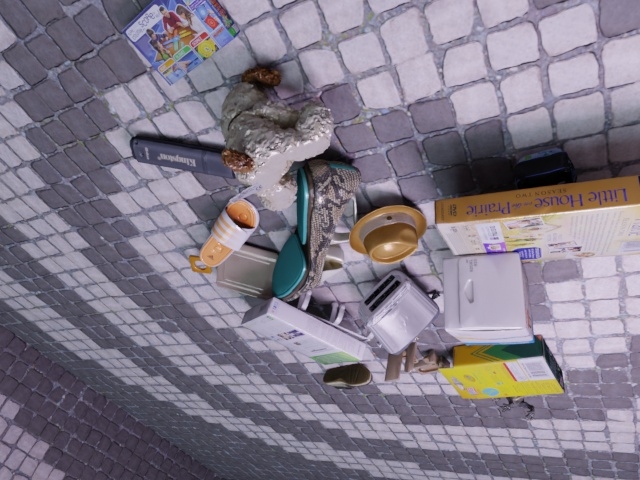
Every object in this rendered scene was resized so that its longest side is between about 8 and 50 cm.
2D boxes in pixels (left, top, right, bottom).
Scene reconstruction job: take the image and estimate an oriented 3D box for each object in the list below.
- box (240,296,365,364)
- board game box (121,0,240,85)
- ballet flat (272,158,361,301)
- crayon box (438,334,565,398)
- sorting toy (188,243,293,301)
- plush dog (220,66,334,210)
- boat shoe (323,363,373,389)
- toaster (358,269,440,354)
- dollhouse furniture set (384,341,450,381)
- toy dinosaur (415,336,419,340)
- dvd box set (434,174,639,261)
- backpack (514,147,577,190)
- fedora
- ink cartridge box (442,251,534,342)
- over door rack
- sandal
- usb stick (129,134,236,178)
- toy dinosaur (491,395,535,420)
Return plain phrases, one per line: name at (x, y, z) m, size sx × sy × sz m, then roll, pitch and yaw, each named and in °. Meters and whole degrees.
box at (-0.056, 0.281, 1.391) m, size 0.322 × 0.059 × 0.232 m, roll 31°, pitch 151°, yaw -17°
board game box at (-0.273, -0.406, 0.899) m, size 0.201 × 0.035 × 0.136 m, roll -18°, pitch 127°, yaw 34°
ballet flat at (0.000, 0.000, 1.166) m, size 0.182 × 0.164 × 0.483 m, roll -2°, pitch 140°, yaw -18°
crayon box at (0.551, 0.399, 1.431) m, size 0.318 × 0.081 × 0.202 m, roll -17°, pitch 127°, yaw 33°
sorting toy at (-0.221, 0.083, 1.399) m, size 0.347 × 0.047 × 0.196 m, roll 16°, pitch 132°, yaw -1°
plush dog at (-0.132, -0.213, 0.928) m, size 0.210 × 0.225 × 0.262 m, roll -1°, pitch 139°, yaw -38°
boat shoe at (0.111, 0.511, 1.720) m, size 0.223 × 0.080 × 0.073 m, roll -17°, pitch 133°, yaw 40°
toaster at (0.212, 0.185, 1.259) m, size 0.227 × 0.129 × 0.146 m, roll -44°, pitch 113°, yaw 3°
dollhouse furniture set at (0.319, 0.429, 1.515) m, size 0.144 × 0.123 × 0.151 m, roll -26°, pitch 122°, yaw 39°
toy dinosaur at (0.222, 0.267, 1.445) m, size 0.183 × 0.053 × 0.092 m, roll 30°, pitch 122°, yaw -24°
dvd box set at (0.468, -0.027, 0.925) m, size 0.420 × 0.062 × 0.307 m, roll -6°, pitch 160°, yaw 26°
backpack at (0.445, -0.119, 0.910) m, size 0.105 × 0.084 × 0.114 m, roll -14°, pitch 136°, yaw 32°
fedora at (0.167, 0.001, 1.103) m, size 0.194 × 0.079 × 0.194 m, roll -7°, pitch 142°, yaw -6°
ink cartridge box at (0.395, 0.144, 1.085) m, size 0.168 × 0.171 × 0.232 m, roll -7°, pitch 159°, yaw 27°
over door rack at (0.019, 0.254, 1.466) m, size 0.239 × 0.108 × 0.324 m, roll 25°, pitch 152°, yaw -6°
sandal at (-0.257, 0.000, 1.265) m, size 0.102 × 0.076 × 0.265 m, roll 32°, pitch 122°, yaw -12°
usb stick at (-0.329, -0.203, 1.130) m, size 0.277 × 0.045 × 0.077 m, roll 11°, pitch 139°, yaw 9°
toy dinosaur at (0.634, 0.509, 1.497) m, size 0.268 × 0.118 × 0.064 m, roll -2°, pitch 119°, yaw 21°
